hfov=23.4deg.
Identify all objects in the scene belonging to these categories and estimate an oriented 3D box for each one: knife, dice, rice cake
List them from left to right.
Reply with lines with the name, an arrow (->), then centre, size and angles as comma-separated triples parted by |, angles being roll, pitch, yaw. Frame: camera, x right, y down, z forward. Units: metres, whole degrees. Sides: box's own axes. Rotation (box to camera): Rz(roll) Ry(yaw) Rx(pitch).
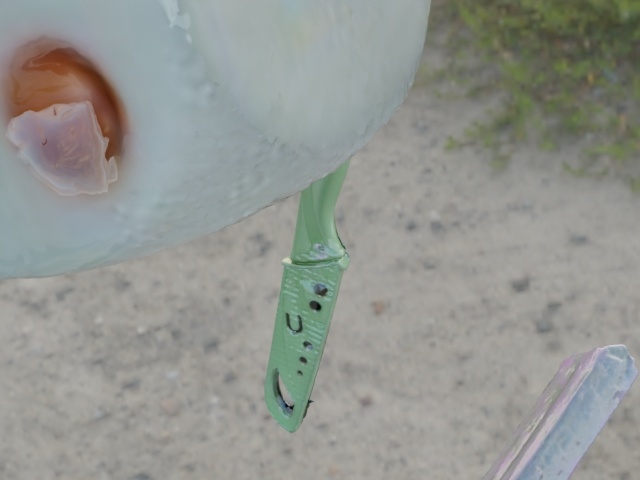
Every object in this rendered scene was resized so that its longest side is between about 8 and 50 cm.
dice -> -0.110, -0.152, 0.688 | 0.251, 0.259, 0.243 | -5, 26, 33
knife -> -0.001, 0.001, 0.937 | 0.043, 0.293, 0.020 | 23, 34, 17
rice cake -> 0.177, 0.218, 1.365 | 0.050, 0.106, 0.298 | 39, 72, -3
